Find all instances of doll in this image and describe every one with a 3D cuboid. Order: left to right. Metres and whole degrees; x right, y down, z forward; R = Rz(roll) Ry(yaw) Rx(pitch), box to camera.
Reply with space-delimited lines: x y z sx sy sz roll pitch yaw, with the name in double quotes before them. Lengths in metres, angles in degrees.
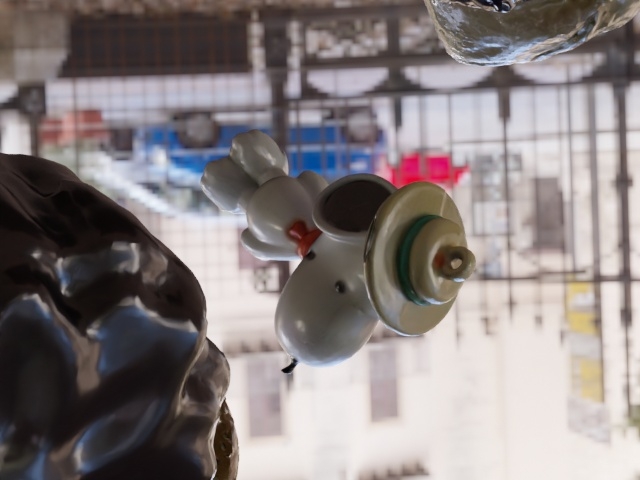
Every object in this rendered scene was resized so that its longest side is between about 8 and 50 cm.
"doll" 0.011 -0.018 1.430 0.208 0.271 0.144 -34 139 14

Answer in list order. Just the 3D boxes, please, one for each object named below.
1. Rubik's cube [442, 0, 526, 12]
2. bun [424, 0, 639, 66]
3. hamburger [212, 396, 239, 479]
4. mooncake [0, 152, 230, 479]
"Rubik's cube" 0.055 -0.323 0.816 0.307 0.310 0.305 -42 -148 -17
"bun" 0.188 -0.281 1.290 0.204 0.282 0.281 -6 180 22
"hamburger" -0.153 0.144 1.118 0.113 0.185 0.177 -12 -145 54
"mooncake" -0.174 0.097 0.752 0.283 0.283 0.141 -4 -149 -41
